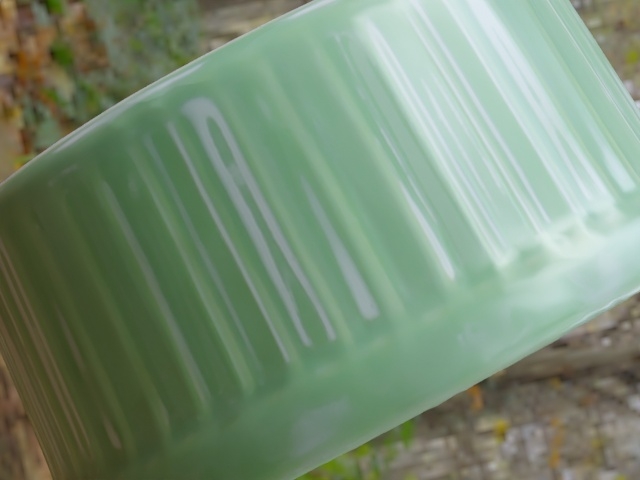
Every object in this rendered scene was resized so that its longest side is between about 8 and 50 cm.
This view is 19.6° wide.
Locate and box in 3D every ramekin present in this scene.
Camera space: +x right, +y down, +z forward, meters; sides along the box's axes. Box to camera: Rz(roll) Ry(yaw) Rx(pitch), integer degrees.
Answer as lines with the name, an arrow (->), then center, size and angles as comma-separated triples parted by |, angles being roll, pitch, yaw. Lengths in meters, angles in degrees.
ramekin -> 0.000, 0.000, 0.775 | 0.148, 0.303, 0.303 | 62, -4, 2
